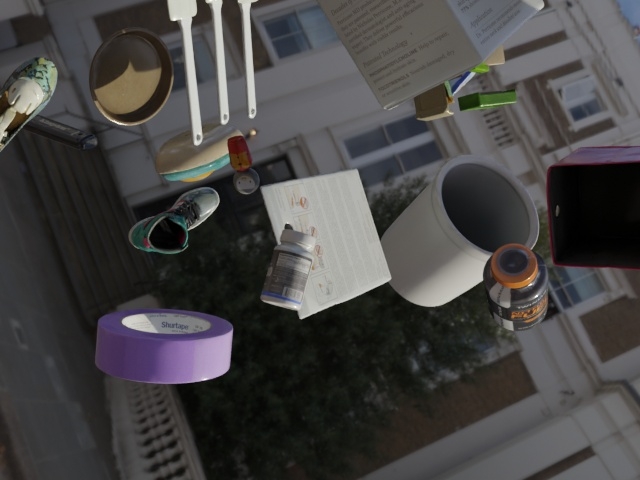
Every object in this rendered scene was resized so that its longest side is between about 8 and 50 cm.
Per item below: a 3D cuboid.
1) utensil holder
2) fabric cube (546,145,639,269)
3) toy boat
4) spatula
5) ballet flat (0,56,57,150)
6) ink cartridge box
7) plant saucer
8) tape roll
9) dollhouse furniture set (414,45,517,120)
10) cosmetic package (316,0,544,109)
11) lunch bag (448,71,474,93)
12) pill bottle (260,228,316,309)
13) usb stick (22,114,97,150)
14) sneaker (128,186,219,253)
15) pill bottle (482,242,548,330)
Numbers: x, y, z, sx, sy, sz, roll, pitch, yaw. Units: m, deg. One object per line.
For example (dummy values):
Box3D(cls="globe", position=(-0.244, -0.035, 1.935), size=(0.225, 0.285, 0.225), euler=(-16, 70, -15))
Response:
Box3D(cls="utensil holder", position=(0.390, -0.013, 1.961), size=(0.327, 0.328, 0.385), euler=(65, -31, 16))
Box3D(cls="fabric cube", position=(0.718, -0.089, 1.611), size=(0.259, 0.258, 0.253), euler=(2, -72, 35))
Box3D(cls="toy boat", position=(-0.284, -0.211, 1.765), size=(0.318, 0.268, 0.148), euler=(16, -53, 45))
Box3D(cls="spatula", position=(-0.125, -0.255, 0.846), size=(0.019, 0.168, 0.241), euler=(14, -59, 27))
Box3D(cls="ballet flat", position=(-0.471, -0.199, 1.021), size=(0.070, 0.188, 0.070), euler=(41, 16, -15))
Box3D(cls="ink cartridge box", position=(0.000, 0.000, 1.593), size=(0.091, 0.385, 0.307), euler=(-16, -89, 39))
Box3D(cls="plant saucer", position=(-0.538, -0.464, 1.884), size=(0.041, 0.278, 0.277), euler=(26, -37, 33))
Box3D(cls="tape roll", position=(-0.324, 0.214, 1.390), size=(0.275, 0.275, 0.090), euler=(-159, -106, -73))
Box3D(cls="dollhouse furniture set", position=(0.422, -0.487, 2.032), size=(0.302, 0.151, 0.197), euler=(0, -78, 59))
Box3D(cls="cosmetic package", position=(0.239, -0.590, 1.562), size=(0.327, 0.329, 0.393), euler=(-16, -68, 54))
Box3D(cls="lunch bag", position=(0.421, -0.694, 2.306), size=(0.328, 0.385, 0.239), euler=(42, -16, 1))
Box3D(cls="pill bottle", position=(-0.056, 0.053, 1.220), size=(0.078, 0.078, 0.137), euler=(145, -40, -77))
Box3D(cls="usb stick", position=(-0.762, -0.314, 1.888), size=(0.278, 0.077, 0.045), euler=(21, -63, 17))
Box3D(cls="sneaker", position=(-0.403, -0.057, 1.932), size=(0.178, 0.296, 0.123), euler=(22, -38, 59))
Box3D(cls="pill bottle", position=(0.411, 0.094, 1.399), size=(0.130, 0.131, 0.245), euler=(61, 3, 31))
